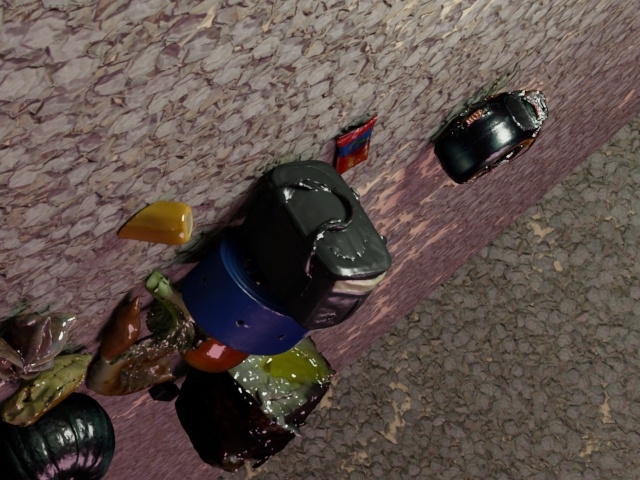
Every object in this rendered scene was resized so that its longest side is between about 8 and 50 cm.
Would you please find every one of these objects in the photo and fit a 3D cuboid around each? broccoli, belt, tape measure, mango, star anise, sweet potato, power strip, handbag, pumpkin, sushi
[{"bbox_3d":[-0.252,0.109,1.903,0.122,0.118,0.204,-9,150,6],"label":"broccoli"},{"bbox_3d":[-0.093,0.083,1.938,0.117,0.212,0.347,-45,165,21],"label":"belt"},{"bbox_3d":[0.336,-0.210,2.244,0.223,0.135,0.202,-32,175,-12],"label":"tape measure"},{"bbox_3d":[-0.180,0.173,2.197,0.289,0.129,0.146,-36,146,-62],"label":"mango"},{"bbox_3d":[-0.446,0.164,1.613,0.197,0.073,0.212,-43,169,33],"label":"star anise"},{"bbox_3d":[-0.330,0.145,1.887,0.056,0.056,0.195,-24,156,-43],"label":"sweet potato"},{"bbox_3d":[-0.348,0.339,2.498,0.038,0.029,0.111,-38,164,4],"label":"power strip"},{"bbox_3d":[0.000,0.000,1.817,0.181,0.254,0.181,-11,150,-37],"label":"handbag"},{"bbox_3d":[-0.465,0.395,1.946,0.248,0.248,0.248,-35,166,-10],"label":"pumpkin"},{"bbox_3d":[-0.151,0.333,2.465,0.294,0.281,0.299,-51,176,41],"label":"sushi"}]

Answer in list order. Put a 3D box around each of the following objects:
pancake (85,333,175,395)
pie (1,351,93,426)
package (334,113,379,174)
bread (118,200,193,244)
[{"bbox_3d":[-0.344,0.241,2.149,0.197,0.054,0.376,-40,167,4],"label":"pancake"},{"bbox_3d":[-0.436,0.232,1.798,0.129,0.068,0.282,-36,-178,1],"label":"pie"},{"bbox_3d":[0.057,-0.158,1.936,0.083,0.022,0.200,-35,167,-13],"label":"package"},{"bbox_3d":[-0.236,-0.027,1.593,0.049,0.103,0.062,-15,112,-81],"label":"bread"}]
